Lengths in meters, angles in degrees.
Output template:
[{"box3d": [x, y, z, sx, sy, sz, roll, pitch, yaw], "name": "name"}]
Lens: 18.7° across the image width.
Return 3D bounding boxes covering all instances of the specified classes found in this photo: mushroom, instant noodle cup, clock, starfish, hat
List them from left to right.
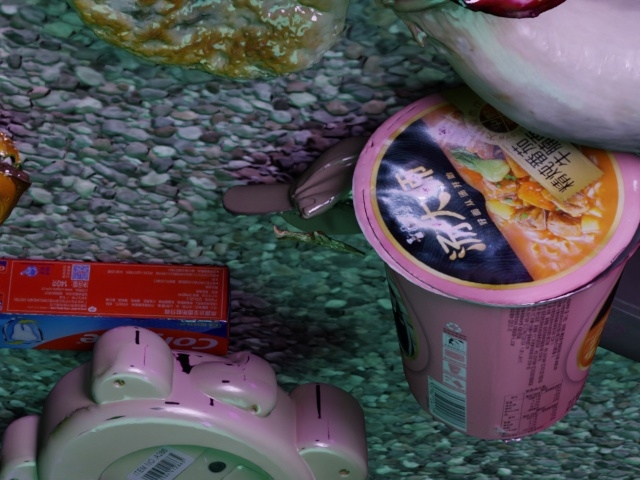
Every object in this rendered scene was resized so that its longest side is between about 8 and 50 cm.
[{"box3d": [-0.138, 0.216, 1.930, 0.309, 0.114, 0.284, 29, 128, -27], "name": "clock"}, {"box3d": [-0.002, -0.052, 1.686, 0.175, 0.085, 0.147, 7, 176, 38], "name": "hat"}, {"box3d": [0.000, 0.000, 1.686, 0.092, 0.016, 0.086, 15, 177, -17], "name": "starfish"}, {"box3d": [0.149, 0.032, 1.626, 0.244, 0.244, 0.255, 0, 142, 3], "name": "instant noodle cup"}, {"box3d": [0.228, -0.137, 1.458, 0.397, 0.126, 0.177, 11, 159, -8], "name": "mushroom"}]

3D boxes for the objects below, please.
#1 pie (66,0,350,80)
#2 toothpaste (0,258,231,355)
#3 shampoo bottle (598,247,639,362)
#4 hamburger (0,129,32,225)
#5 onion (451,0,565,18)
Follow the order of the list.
[{"box3d": [-0.085, -0.199, 1.439, 0.240, 0.054, 0.240, 2, 148, 1], "name": "pie"}, {"box3d": [-0.247, 0.063, 1.884, 0.320, 0.066, 0.076, 2, 150, -1], "name": "toothpaste"}, {"box3d": [0.293, 0.059, 1.839, 0.246, 0.079, 0.080, 21, 145, -31], "name": "shampoo bottle"}, {"box3d": [-0.335, -0.062, 1.649, 0.166, 0.087, 0.137, 17, 147, -22], "name": "hamburger"}, {"box3d": [0.130, -0.253, 1.287, 0.173, 0.135, 0.198, 32, 107, -36], "name": "onion"}]
